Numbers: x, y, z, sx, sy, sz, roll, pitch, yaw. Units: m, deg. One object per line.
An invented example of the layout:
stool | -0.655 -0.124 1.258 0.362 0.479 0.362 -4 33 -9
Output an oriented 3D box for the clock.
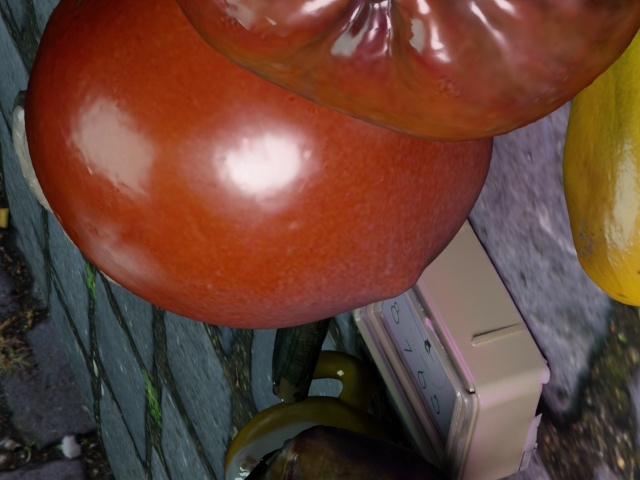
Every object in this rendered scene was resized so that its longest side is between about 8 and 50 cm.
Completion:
clock | 0.093 0.072 1.482 0.147 0.071 0.192 97 153 -54

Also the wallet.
wallet | -0.001 0.000 1.658 0.317 0.044 0.169 104 173 -60

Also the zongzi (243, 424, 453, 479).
zongzi | -0.032 0.342 1.513 0.432 0.208 0.403 166 120 -77

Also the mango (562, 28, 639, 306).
mango | 0.175 -0.043 1.114 0.101 0.066 0.187 -161 65 -70

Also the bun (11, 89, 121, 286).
bun | -0.112 -0.083 1.697 0.205 0.281 0.281 50 154 33

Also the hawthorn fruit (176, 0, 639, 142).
hawthorn fruit | 0.052 -0.206 1.045 0.298 0.277 0.277 -95 -4 -65

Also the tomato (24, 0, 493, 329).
tomato | -0.034 -0.088 1.329 0.321 0.321 0.321 163 90 -74

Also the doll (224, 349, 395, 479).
doll | -0.001 0.259 1.832 0.167 0.162 0.269 33 138 30
